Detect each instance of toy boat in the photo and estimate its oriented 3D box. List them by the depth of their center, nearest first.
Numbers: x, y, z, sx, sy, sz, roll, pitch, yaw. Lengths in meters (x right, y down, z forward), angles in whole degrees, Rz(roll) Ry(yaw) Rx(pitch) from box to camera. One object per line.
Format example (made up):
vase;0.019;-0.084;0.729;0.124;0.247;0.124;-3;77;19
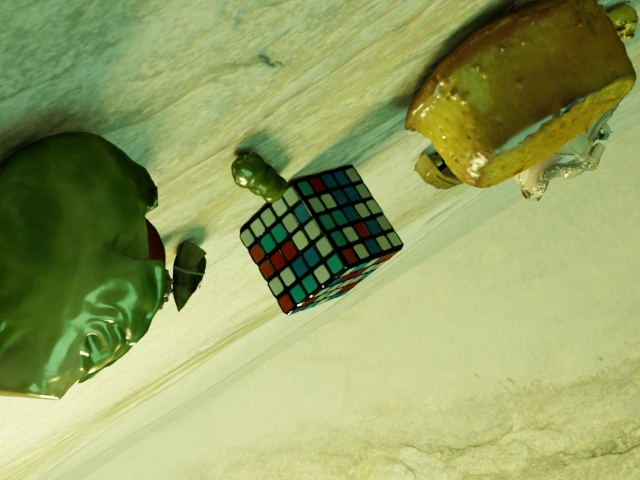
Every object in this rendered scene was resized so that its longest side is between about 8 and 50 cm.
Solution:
toy boat;0.257;-0.154;2.116;0.088;0.068;0.226;-40;164;15

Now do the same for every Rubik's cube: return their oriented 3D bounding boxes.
Rubik's cube;0.000;0.000;1.804;0.184;0.182;0.187;-19;164;-49

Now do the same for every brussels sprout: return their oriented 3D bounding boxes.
brussels sprout;-0.281;0.034;1.088;0.259;0.227;0.294;149;-40;-73

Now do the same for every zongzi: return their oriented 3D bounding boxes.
zongzi;-0.226;0.073;1.722;0.055;0.119;0.109;11;165;-1

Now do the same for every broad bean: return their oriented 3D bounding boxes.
broad bean;-0.088;-0.091;1.547;0.052;0.052;0.256;9;175;8

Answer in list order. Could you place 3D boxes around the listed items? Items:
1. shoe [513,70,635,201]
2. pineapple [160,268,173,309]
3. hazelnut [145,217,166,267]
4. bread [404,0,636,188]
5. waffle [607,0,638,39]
shoe;0.518;-0.229;2.126;0.351;0.198;0.172;-32;170;8
pineapple;-0.316;0.110;1.687;0.221;0.083;0.103;-42;-154;39
hazelnut;-0.296;0.065;1.331;0.212;0.181;0.181;-40;164;33
bread;0.315;-0.229;1.615;0.358;0.204;0.337;-34;163;21
waffle;0.464;-0.338;1.877;0.280;0.060;0.262;-34;168;14
